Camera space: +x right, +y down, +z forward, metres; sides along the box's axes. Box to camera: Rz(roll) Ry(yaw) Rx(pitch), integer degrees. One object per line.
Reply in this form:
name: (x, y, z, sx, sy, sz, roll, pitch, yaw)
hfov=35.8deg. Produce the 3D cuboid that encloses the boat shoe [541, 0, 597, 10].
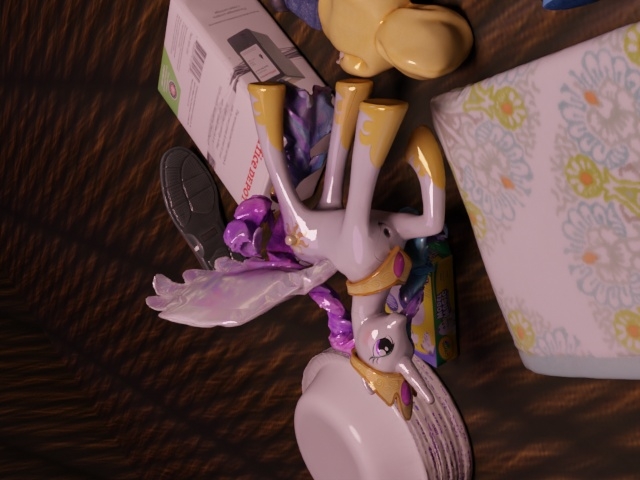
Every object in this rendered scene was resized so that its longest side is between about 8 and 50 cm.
boat shoe: (0.267, -0.270, 0.762, 0.258, 0.109, 0.089, -30, 78, 44)

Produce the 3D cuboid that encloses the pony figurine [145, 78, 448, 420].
pony figurine: (0.000, 0.000, 1.146, 0.351, 0.303, 0.363, 17, 116, 44)

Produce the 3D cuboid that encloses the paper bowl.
paper bowl: (0.071, 0.283, 1.425, 0.284, 0.148, 0.284, 38, 140, 41)

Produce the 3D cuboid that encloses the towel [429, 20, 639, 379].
towel: (0.274, -0.027, 0.928, 0.374, 0.090, 0.320, -11, 99, 60)

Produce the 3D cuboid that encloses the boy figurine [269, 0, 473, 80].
boy figurine: (0.051, -0.264, 1.104, 0.285, 0.092, 0.177, 37, 140, 39)

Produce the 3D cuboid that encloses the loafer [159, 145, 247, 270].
loafer: (-0.211, -0.030, 1.707, 0.267, 0.096, 0.084, 65, 157, -4)

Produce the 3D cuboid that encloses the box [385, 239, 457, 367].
box: (0.125, 0.064, 1.277, 0.105, 0.043, 0.179, 28, 132, 48)

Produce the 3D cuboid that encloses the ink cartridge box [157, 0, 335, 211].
ink cartridge box: (-0.104, -0.195, 1.380, 0.272, 0.115, 0.198, 54, 149, 20)
